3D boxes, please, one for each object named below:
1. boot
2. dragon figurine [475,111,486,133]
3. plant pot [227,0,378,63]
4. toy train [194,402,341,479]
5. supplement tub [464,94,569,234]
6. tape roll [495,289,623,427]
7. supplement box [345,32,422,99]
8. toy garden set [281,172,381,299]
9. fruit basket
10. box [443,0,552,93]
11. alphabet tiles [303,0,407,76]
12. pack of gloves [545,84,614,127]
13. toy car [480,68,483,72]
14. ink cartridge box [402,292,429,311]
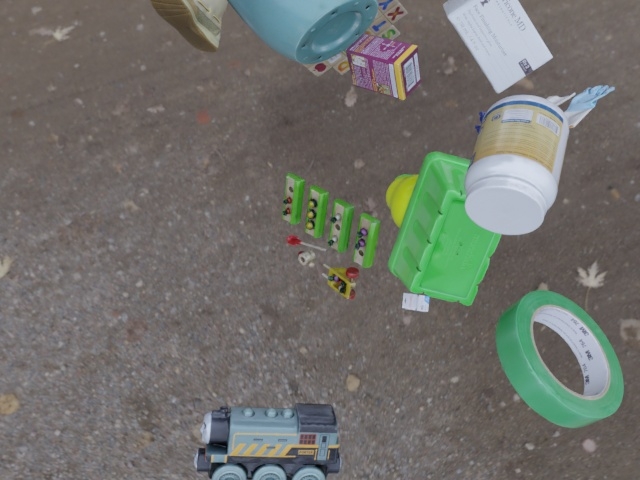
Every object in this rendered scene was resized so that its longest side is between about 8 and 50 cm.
[{"bbox_3d":[-0.289,-0.590,1.427,0.095,0.262,0.203,12,79,23],"label":"boot"},{"bbox_3d":[0.666,-0.355,2.142,0.144,0.085,0.289,-20,53,-23],"label":"dragon figurine"},{"bbox_3d":[-0.027,-0.482,1.158,0.293,0.293,0.235,-30,80,-13],"label":"plant pot"},{"bbox_3d":[-0.111,0.458,1.380,0.334,0.190,0.142,5,17,-9],"label":"toy train"},{"bbox_3d":[0.319,-0.124,1.010,0.144,0.144,0.199,17,59,11],"label":"supplement tub"},{"bbox_3d":[0.565,0.275,1.454,0.321,0.077,0.321,17,50,-22],"label":"tape roll"},{"bbox_3d":[0.079,-0.217,0.768,0.083,0.055,0.043,27,62,32],"label":"supplement box"},{"bbox_3d":[0.000,0.000,1.291,0.244,0.203,0.049,30,40,30],"label":"toy garden set"},{"bbox_3d":[0.322,-0.056,1.644,0.283,0.392,0.392,14,62,-5],"label":"fruit basket"},{"bbox_3d":[0.339,-0.410,1.196,0.119,0.181,0.182,-33,18,22],"label":"box"},{"bbox_3d":[0.078,-0.623,1.837,0.342,0.285,0.011,-29,61,25],"label":"alphabet tiles"},{"bbox_3d":[0.548,-0.315,1.427,0.232,0.195,0.046,-37,110,-30],"label":"pack of gloves"},{"bbox_3d":[0.547,-0.561,1.771,0.182,0.136,0.159,-1,87,-23],"label":"toy car"},{"bbox_3d":[0.284,0.187,1.861,0.083,0.028,0.048,10,79,-12],"label":"ink cartridge box"}]
